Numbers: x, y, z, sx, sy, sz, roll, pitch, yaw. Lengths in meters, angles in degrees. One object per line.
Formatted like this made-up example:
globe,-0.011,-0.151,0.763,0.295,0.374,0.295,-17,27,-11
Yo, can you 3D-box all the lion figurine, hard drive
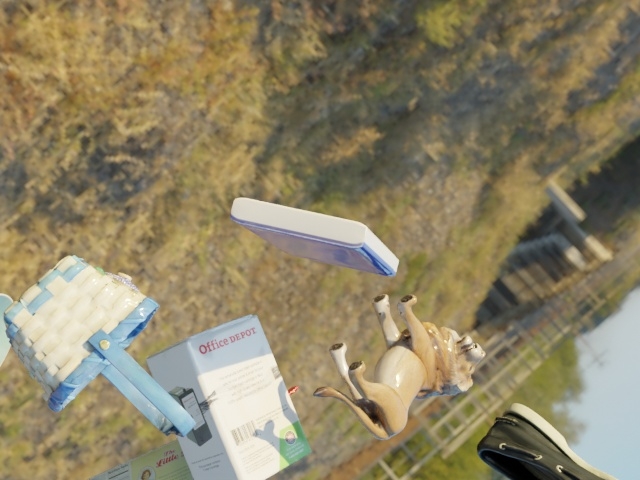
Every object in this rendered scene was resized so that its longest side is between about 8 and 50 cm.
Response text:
lion figurine,0.138,0.249,1.936,0.142,0.240,0.392,-7,-156,43
hard drive,0.000,0.000,1.755,0.319,0.210,0.040,38,66,-74

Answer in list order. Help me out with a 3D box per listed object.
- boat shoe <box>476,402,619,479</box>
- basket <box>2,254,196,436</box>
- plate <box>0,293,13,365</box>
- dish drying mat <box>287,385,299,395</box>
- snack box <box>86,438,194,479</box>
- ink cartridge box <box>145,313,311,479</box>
boat shoe,0.371,0.387,1.619,0.113,0.340,0.127,-32,147,-24
basket,-0.295,0.166,1.510,0.201,0.289,0.255,-42,-176,-19
plate,-0.593,0.177,1.879,0.188,0.024,0.188,19,90,-76
dish drying mat,-0.081,0.329,2.250,0.083,0.008,0.032,-36,-170,-34
snack box,-0.285,0.478,2.005,0.322,0.187,0.060,-26,145,19
ink cartridge box,-0.158,0.289,1.901,0.115,0.272,0.198,-25,175,36
